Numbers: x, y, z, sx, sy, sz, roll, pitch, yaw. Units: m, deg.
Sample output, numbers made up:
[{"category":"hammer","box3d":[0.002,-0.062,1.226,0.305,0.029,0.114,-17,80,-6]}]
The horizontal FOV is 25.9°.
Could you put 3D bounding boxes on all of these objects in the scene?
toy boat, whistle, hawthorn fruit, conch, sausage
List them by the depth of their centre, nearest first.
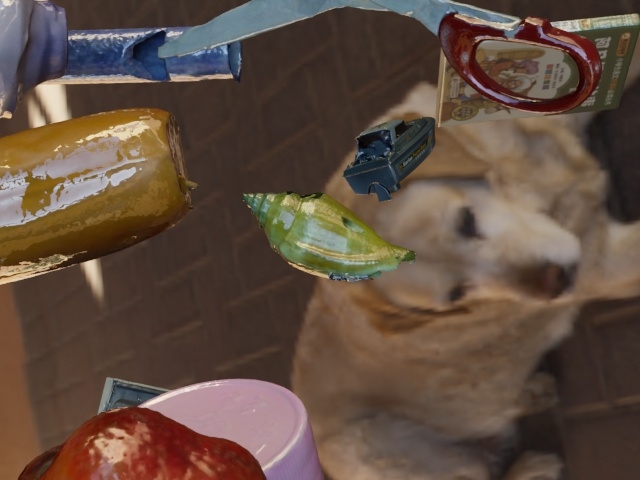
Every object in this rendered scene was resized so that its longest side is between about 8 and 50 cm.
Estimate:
[{"category":"hawthorn fruit","box3d":[-0.139,0.250,0.970,0.207,0.207,0.243,-42,31,57]},{"category":"sausage","box3d":[-0.250,-0.015,0.995,0.112,0.328,0.112,-15,-90,-86]},{"category":"toy boat","box3d":[0.073,-0.088,1.305,0.055,0.141,0.060,-14,107,33]},{"category":"whistle","box3d":[-0.236,-0.196,1.489,0.062,0.304,0.062,0,-90,-79]},{"category":"conch","box3d":[-0.001,-0.004,1.555,0.201,0.095,0.079,28,143,28]}]

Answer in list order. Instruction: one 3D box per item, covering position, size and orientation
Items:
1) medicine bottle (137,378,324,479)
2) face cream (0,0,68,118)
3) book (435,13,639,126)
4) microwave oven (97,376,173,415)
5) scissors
[{"category":"medicine bottle","box3d":[-0.077,0.306,1.270,0.202,0.202,0.315,32,138,57]},{"category":"face cream","box3d":[-0.428,-0.200,1.211,0.137,0.420,0.234,119,150,-47]},{"category":"book","box3d":[0.295,-0.232,1.922,0.202,0.264,0.027,88,176,-61]},{"category":"microwave oven","box3d":[-0.170,0.293,1.581,0.194,0.145,0.240,6,79,41]},{"category":"scissors","box3d":[0.015,-0.132,0.695,0.248,0.017,0.144,3,116,26]}]
